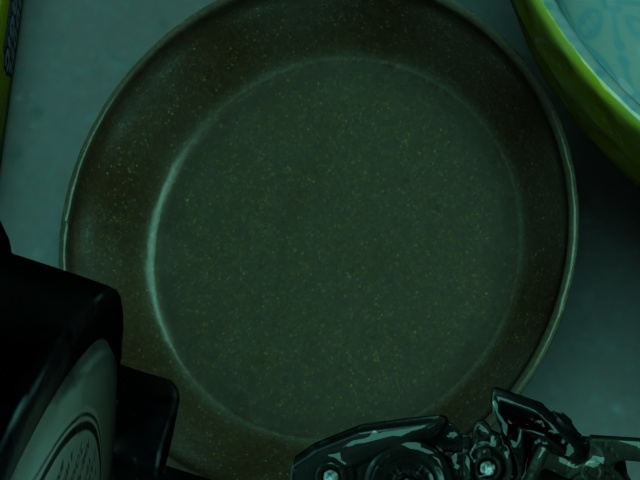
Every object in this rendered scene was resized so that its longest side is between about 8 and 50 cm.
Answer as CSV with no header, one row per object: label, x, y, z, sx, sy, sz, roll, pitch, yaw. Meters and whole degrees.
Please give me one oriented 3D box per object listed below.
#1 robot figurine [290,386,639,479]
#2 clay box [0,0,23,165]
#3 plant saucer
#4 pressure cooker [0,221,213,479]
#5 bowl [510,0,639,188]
robot figurine,0.104,0.165,0.573,0.291,0.085,0.211,12,91,4
clay box,-0.183,-0.125,0.721,0.127,0.053,0.222,4,67,0
plant saucer,0.000,0.000,0.656,0.199,0.036,0.198,-4,76,18
pressure cooker,-0.212,0.135,0.408,0.420,0.375,0.369,17,81,0
bowl,0.198,-0.101,0.663,0.290,0.156,0.289,0,68,0
